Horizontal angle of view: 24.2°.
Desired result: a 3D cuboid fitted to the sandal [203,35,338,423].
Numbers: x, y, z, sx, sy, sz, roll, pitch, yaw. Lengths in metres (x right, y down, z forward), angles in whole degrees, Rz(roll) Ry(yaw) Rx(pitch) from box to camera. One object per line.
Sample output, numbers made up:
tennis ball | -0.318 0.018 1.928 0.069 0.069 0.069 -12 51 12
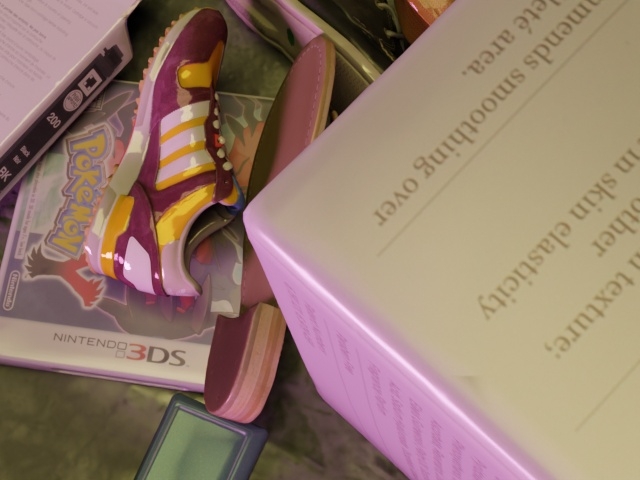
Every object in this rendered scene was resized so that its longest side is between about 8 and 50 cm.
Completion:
sandal | -0.003 0.000 0.919 0.079 0.088 0.240 19 77 -22

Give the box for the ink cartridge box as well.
ink cartridge box | -0.230 -0.149 1.003 0.206 0.045 0.208 37 80 25

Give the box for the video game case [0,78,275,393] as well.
video game case | -0.110 -0.006 0.967 0.183 0.023 0.201 7 71 7

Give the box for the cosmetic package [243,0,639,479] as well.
cosmetic package | 0.224 0.052 0.757 0.329 0.327 0.394 -44 72 -10

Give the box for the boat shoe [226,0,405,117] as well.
boat shoe | 0.022 -0.133 0.970 0.079 0.084 0.233 -36 72 -19

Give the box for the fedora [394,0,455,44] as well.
fedora | 0.101 -0.173 0.960 0.194 0.079 0.194 16 56 -25

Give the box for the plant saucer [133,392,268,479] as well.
plant saucer | -0.100 0.188 0.901 0.067 0.018 0.192 21 73 12

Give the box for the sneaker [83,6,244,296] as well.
sneaker | -0.078 -0.054 0.935 0.084 0.069 0.185 18 83 13
